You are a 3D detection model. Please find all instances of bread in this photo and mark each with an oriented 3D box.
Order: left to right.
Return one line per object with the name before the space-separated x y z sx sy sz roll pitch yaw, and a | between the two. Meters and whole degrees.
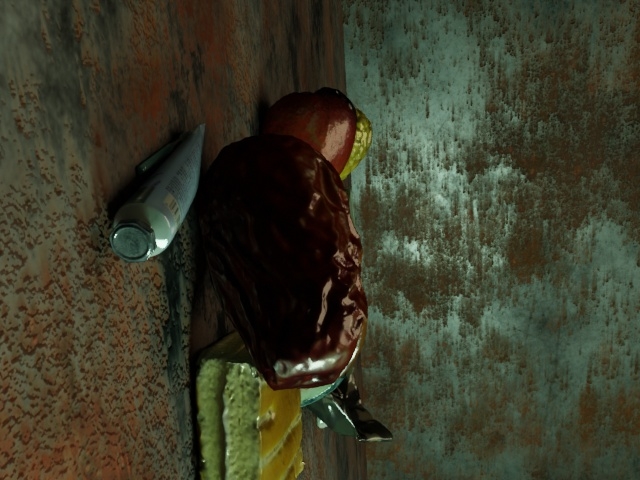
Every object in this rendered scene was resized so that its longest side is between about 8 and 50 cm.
bread | -0.096 0.258 0.934 0.246 0.111 0.239 -7 94 -80

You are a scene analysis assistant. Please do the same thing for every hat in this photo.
hat | 0.019 0.371 1.696 0.381 0.257 0.366 -39 -113 57

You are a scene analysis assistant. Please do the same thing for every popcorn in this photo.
popcorn | 0.015 -0.204 1.488 0.203 0.200 0.226 69 29 -66

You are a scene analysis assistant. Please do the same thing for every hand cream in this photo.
hand cream | -0.165 -0.052 0.727 0.271 0.058 0.091 -81 180 -65

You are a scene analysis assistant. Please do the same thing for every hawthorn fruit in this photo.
hawthorn fruit | -0.030 -0.177 1.287 0.189 0.189 0.251 47 57 -77

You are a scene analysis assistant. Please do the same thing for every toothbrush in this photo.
toothbrush | -0.179 -0.107 0.773 0.167 0.014 0.011 -71 141 -66

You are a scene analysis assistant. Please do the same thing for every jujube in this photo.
jujube | -0.042 0.023 0.838 0.216 0.216 0.342 76 -2 -56

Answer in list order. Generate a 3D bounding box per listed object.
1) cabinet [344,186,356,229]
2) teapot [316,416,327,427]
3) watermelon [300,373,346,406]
cabinet | 0.000 0.000 1.513 0.206 0.145 0.150 -82 167 -48
teapot | 0.022 0.492 1.839 0.083 0.064 0.064 62 27 -71
watermelon | -0.023 0.215 1.381 0.318 0.148 0.226 -81 159 -58
